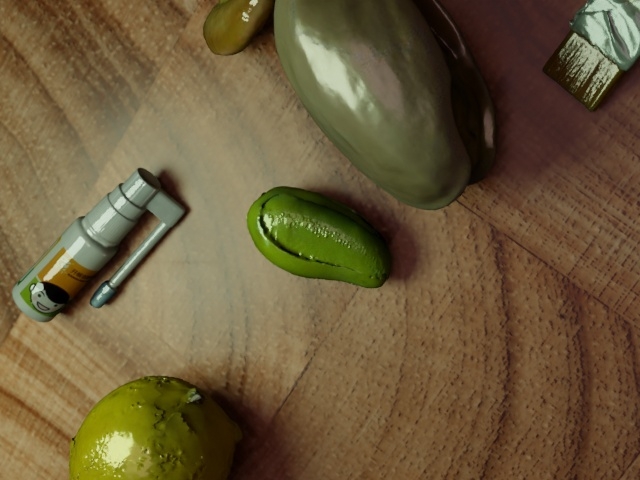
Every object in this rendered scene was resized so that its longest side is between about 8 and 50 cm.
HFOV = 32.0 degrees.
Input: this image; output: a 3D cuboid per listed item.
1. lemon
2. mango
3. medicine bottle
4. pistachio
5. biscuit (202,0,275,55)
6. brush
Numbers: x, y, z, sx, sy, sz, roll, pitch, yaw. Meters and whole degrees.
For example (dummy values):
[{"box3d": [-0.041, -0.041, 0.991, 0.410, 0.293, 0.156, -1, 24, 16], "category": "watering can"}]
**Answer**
[{"box3d": [-0.188, 0.239, 1.220, 0.206, 0.173, 0.173, -30, 84, 20], "category": "lemon"}, {"box3d": [0.000, 0.000, 1.189, 0.165, 0.074, 0.091, 27, 97, 3], "category": "mango"}, {"box3d": [-0.256, 0.014, 1.293, 0.092, 0.061, 0.220, 41, 108, -13], "category": "medicine bottle"}, {"box3d": [0.054, -0.158, 1.111, 0.197, 0.166, 0.288, -33, 87, 43], "category": "pistachio"}, {"box3d": [-0.062, -0.331, 1.148, 0.154, 0.045, 0.299, 39, 119, 59], "category": "biscuit"}, {"box3d": [0.322, -0.260, 1.013, 0.085, 0.020, 0.336, 47, 128, 17], "category": "brush"}]
